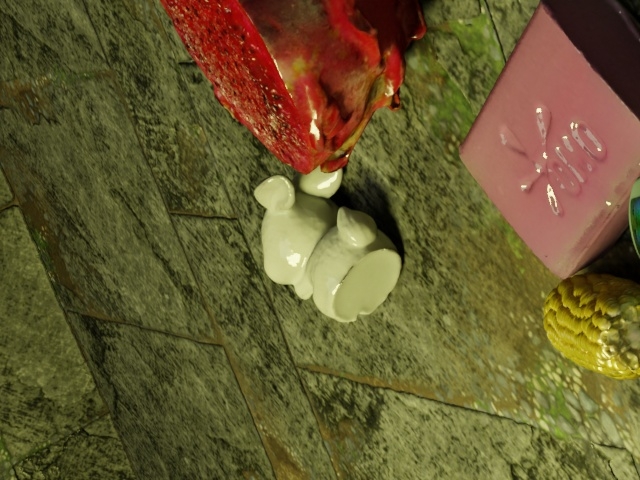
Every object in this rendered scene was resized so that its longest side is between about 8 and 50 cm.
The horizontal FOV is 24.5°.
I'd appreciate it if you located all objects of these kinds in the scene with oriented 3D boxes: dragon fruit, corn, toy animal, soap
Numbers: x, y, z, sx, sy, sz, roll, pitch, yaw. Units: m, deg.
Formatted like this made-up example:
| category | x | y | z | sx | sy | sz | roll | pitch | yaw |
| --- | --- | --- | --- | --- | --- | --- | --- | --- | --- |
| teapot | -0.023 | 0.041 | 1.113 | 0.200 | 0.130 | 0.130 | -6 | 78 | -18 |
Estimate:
| category | x | y | z | sx | sy | sz | roll | pitch | yaw |
| --- | --- | --- | --- | --- | --- | --- | --- | --- | --- |
| dragon fruit | -0.038 | -0.272 | 1.575 | 0.386 | 0.249 | 0.371 | 50 | 167 | 30 |
| corn | 0.280 | 0.081 | 1.413 | 0.101 | 0.101 | 0.310 | 63 | 177 | -2 |
| toy animal | 0.006 | -0.002 | 1.875 | 0.193 | 0.127 | 0.178 | 49 | 149 | 27 |
| soap | 0.244 | -0.102 | 1.403 | 0.181 | 0.081 | 0.259 | 54 | 152 | 17 |

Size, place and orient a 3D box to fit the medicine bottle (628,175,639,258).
| category | x | y | z | sx | sy | sz | roll | pitch | yaw |
| --- | --- | --- | --- | --- | --- | --- | --- | --- | --- |
| medicine bottle | 0.314 | -0.006 | 1.265 | 0.229 | 0.083 | 0.121 | 10 | -120 | -85 |
